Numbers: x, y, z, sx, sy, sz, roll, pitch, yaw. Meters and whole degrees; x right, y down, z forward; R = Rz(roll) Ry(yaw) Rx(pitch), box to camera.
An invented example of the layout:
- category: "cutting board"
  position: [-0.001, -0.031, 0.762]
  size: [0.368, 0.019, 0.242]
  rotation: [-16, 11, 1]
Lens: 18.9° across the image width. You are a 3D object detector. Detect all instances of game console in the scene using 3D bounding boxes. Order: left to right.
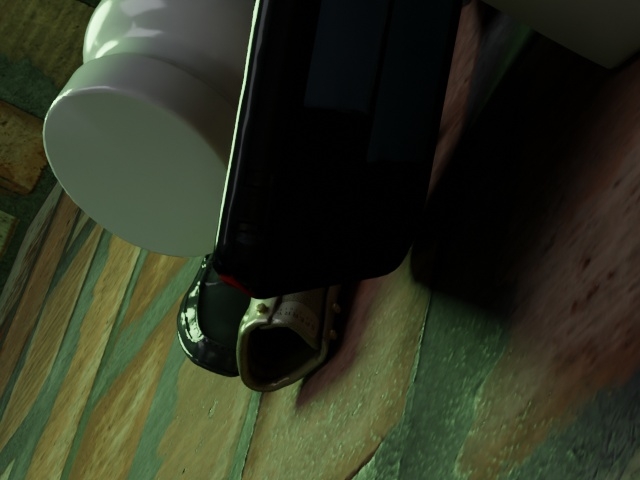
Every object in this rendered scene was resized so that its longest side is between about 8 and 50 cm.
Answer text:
- category: "game console"
  position: [0.034, -0.163, 1.173]
  size: [0.342, 0.060, 0.386]
  rotation: [-12, -68, -77]

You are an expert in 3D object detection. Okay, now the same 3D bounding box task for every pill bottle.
- category: "pill bottle"
  position: [-0.064, -0.171, 1.567]
  size: [0.210, 0.210, 0.363]
  rotation: [-47, 9, 51]

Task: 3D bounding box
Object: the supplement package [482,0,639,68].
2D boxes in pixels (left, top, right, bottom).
- category: "supplement package"
  position: [0.170, -0.279, 1.063]
  size: [0.177, 0.175, 0.293]
  rotation: [-38, 28, 62]

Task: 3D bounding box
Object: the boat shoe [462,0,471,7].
- category: "boat shoe"
  position: [0.112, -0.270, 1.501]
  size: [0.094, 0.109, 0.302]
  rotation: [-32, 29, 20]

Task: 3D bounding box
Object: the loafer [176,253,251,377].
- category: "loafer"
  position: [-0.072, 0.037, 1.624]
  size: [0.223, 0.076, 0.078]
  rotation: [-81, 13, -62]

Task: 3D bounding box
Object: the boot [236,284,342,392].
- category: "boot"
  position: [0.000, 0.000, 1.410]
  size: [0.213, 0.077, 0.165]
  rotation: [120, 170, -47]
